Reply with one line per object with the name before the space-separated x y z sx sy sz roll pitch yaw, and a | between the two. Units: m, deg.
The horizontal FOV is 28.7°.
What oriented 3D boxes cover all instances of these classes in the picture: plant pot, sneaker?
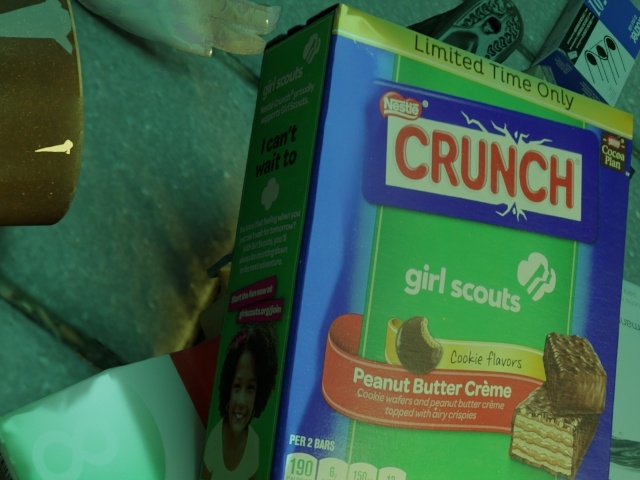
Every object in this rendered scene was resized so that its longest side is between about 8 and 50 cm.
plant pot | -0.294 -0.100 0.780 0.230 0.215 0.215 -9 70 -29
sneaker | 0.082 -0.152 1.211 0.227 0.130 0.087 -38 97 -19

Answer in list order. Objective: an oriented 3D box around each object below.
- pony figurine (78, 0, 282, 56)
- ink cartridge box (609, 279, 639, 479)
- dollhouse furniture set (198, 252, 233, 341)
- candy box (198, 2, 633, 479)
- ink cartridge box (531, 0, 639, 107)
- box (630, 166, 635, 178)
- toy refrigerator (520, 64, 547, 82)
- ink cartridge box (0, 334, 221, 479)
pony figurine | -0.188 -0.323 0.982 0.351 0.302 0.363 9 57 1
ink cartridge box | 0.260 0.197 1.099 0.223 0.129 0.307 21 52 -31
dollhouse furniture set | 0.000 0.000 1.001 0.184 0.129 0.129 -5 68 -42
candy box | 0.076 0.034 0.862 0.268 0.122 0.317 14 75 -29
ink cartridge box | 0.323 -0.231 1.483 0.097 0.046 0.207 46 44 -10
box | 0.272 -0.063 1.306 0.062 0.083 0.052 48 43 -6
toy refrigerator | 0.177 -0.083 1.145 0.102 0.094 0.269 66 17 -9
ink cartridge box | -0.081 0.160 0.835 0.225 0.056 0.181 -23 79 -22
